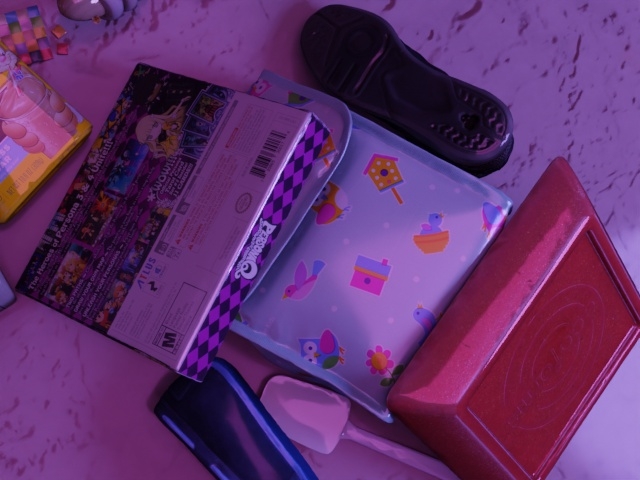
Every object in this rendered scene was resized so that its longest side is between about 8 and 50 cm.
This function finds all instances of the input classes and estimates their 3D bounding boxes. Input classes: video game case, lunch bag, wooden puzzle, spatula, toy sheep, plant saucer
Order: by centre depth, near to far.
[{"bbox_3d":[-0.128,-0.024,0.994,0.042,0.210,0.232,38,75,-52],"label":"video game case"},{"bbox_3d":[0.000,0.000,1.035,0.262,0.160,0.223,31,86,3],"label":"lunch bag"},{"bbox_3d":[-0.183,-0.244,1.040,0.091,0.091,0.132,39,74,-8],"label":"toy sheep"},{"bbox_3d":[0.195,0.098,1.048,0.258,0.048,0.259,-53,140,-10],"label":"plant saucer"},{"bbox_3d":[-0.267,-0.179,1.057,0.083,0.006,0.049,-18,91,-13],"label":"wooden puzzle"},{"bbox_3d":[0.033,0.240,1.097,0.242,0.019,0.168,24,81,-10],"label":"spatula"}]

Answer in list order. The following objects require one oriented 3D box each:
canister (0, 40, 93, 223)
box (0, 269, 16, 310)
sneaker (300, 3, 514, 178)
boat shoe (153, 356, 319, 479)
[{"bbox_3d":[-0.294,-0.111,1.010,0.170,0.073,0.126,43,83,-8],"label":"canister"},{"bbox_3d":[-0.319,0.026,0.876,0.148,0.311,0.121,-31,92,-14],"label":"box"},{"bbox_3d":[0.081,-0.129,1.103,0.227,0.130,0.087,33,84,19],"label":"sneaker"},{"bbox_3d":[-0.047,0.224,1.036,0.089,0.109,0.258,-36,79,0],"label":"boat shoe"}]
